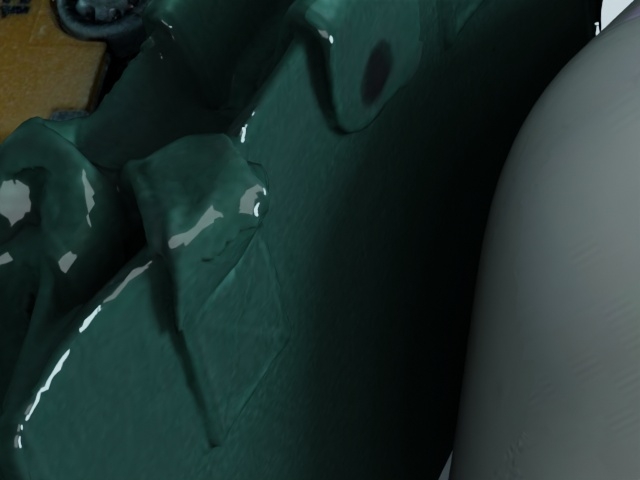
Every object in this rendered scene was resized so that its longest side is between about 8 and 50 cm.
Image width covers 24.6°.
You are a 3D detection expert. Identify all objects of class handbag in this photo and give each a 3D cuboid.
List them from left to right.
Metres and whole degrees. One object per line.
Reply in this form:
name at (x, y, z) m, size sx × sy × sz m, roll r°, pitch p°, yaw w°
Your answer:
handbag at (0.001, 0.001, 0.476) m, size 0.326 × 0.089 × 0.238 m, roll -56°, pitch 151°, yaw -34°

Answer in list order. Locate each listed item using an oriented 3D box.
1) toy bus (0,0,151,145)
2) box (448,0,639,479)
toy bus at (-0.081, -0.088, 0.492) m, size 0.091 × 0.103 × 0.182 m, roll 63°, pitch 35°, yaw -61°
box at (0.159, 0.022, 0.568) m, size 0.349 × 0.141 × 0.288 m, roll -43°, pitch 145°, yaw -53°
